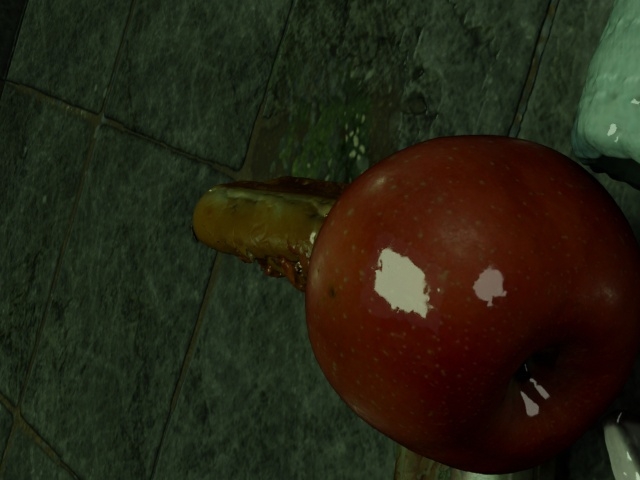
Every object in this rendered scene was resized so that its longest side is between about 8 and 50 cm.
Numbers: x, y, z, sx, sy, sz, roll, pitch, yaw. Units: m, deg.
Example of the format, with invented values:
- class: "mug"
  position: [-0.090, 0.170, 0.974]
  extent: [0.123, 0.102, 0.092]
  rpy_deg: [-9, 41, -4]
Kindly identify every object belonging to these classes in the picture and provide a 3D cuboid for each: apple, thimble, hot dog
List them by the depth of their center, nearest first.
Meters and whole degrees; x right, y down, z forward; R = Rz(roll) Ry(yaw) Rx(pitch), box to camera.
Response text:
- class: "thimble"
  position: [0.296, -0.105, 0.979]
  extent: [0.250, 0.205, 0.172]
  rpy_deg: [-128, 60, -85]
- class: "apple"
  position: [0.118, 0.053, 1.051]
  extent: [0.260, 0.260, 0.216]
  rpy_deg: [-63, 38, 20]
- class: "hot dog"
  position: [0.000, 0.000, 1.449]
  extent: [0.349, 0.158, 0.117]
  rpy_deg: [10, 105, 54]

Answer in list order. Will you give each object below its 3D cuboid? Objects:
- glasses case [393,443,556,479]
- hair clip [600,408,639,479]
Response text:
- class: "glasses case"
  position: [0.124, 0.285, 1.192]
  extent: [0.156, 0.098, 0.425]
  rpy_deg: [-10, 69, 53]
- class: "hair clip"
  position: [0.281, 0.262, 0.955]
  extent: [0.101, 0.085, 0.331]
  rpy_deg: [-27, 59, 34]
